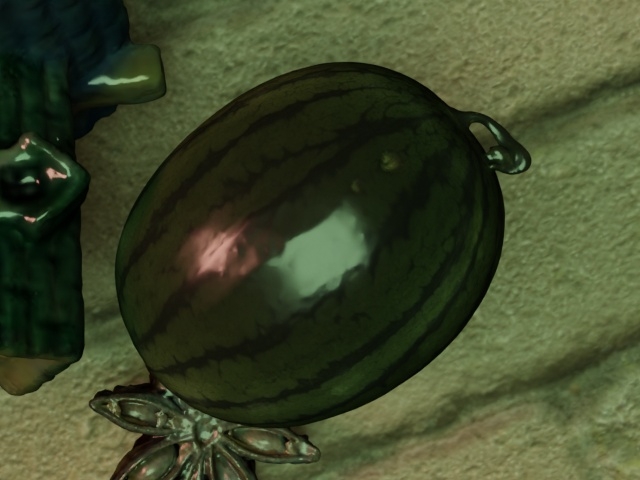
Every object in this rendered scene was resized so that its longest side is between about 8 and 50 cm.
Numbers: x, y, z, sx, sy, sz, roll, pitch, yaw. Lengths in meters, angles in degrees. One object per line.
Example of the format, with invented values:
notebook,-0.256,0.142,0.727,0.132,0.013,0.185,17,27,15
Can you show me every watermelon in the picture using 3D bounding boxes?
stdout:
watermelon,0.000,0.000,1.021,0.359,0.279,0.279,-38,96,15

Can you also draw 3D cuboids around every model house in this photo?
model house,-0.331,-0.112,1.001,0.400,0.395,0.445,-1,71,-5

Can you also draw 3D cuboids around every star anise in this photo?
star anise,-0.125,0.190,1.271,0.223,0.109,0.236,40,82,-12
